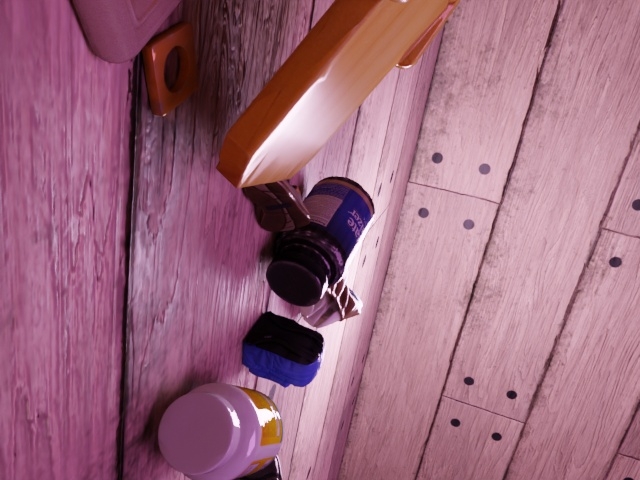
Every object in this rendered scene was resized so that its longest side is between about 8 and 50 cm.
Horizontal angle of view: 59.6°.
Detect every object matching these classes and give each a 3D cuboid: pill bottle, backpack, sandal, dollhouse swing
[{"bbox_3d":[0.000,0.000,0.911,0.219,0.123,0.122,-59,160,-44],"label":"pill bottle"},{"bbox_3d":[-0.122,0.242,0.707,0.208,0.118,0.117,64,44,-70],"label":"pill bottle"},{"bbox_3d":[-0.054,0.184,0.912,0.098,0.120,0.101,-59,160,-50],"label":"backpack"},{"bbox_3d":[-0.057,-0.059,0.764,0.180,0.072,0.049,65,21,-64],"label":"sandal"},{"bbox_3d":[-0.020,-0.267,0.552,0.305,0.315,0.347,-32,-177,13],"label":"dollhouse swing"}]

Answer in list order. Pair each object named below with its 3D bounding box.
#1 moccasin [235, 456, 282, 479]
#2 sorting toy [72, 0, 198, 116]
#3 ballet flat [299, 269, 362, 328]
[{"bbox_3d":[-0.122,0.512,0.865,0.147,0.139,0.380,94,-6,-52],"label":"moccasin"},{"bbox_3d":[-0.104,-0.242,0.373,0.347,0.047,0.196,88,22,-53],"label":"sorting toy"},{"bbox_3d":[0.008,0.112,1.147,0.124,0.116,0.342,-49,160,-14],"label":"ballet flat"}]
